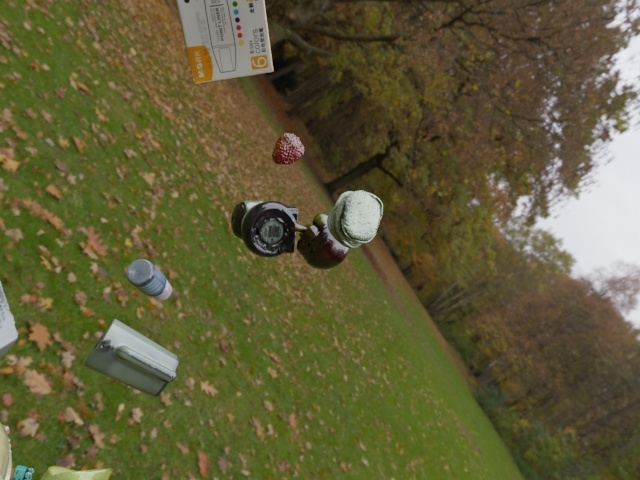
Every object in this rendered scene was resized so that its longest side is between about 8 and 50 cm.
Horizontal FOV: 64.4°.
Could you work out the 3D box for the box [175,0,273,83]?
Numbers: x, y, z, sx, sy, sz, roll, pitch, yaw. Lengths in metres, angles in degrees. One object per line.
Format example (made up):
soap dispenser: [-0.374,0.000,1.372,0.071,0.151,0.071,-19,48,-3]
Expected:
box: [-0.243,-0.551,1.285,0.091,0.221,0.273,-113,-168,-52]

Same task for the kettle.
kettle: [-0.346,0.219,0.954,0.148,0.127,0.098,34,34,-16]

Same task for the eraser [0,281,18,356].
eraser: [-0.899,0.169,1.337,0.111,0.078,0.352,-56,140,-70]

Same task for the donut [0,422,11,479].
donut: [-0.690,0.487,0.871,0.307,0.370,0.150,4,-30,49]

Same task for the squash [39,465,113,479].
squash: [-0.866,0.837,1.784,0.220,0.133,0.220,18,-18,6]

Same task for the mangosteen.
mangosteen: [0.009,0.004,1.660,0.172,0.173,0.183,-104,178,-71]

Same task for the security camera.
security camera: [-0.216,-0.061,1.822,0.277,0.191,0.196,-149,-118,-62]

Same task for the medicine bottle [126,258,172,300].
medicine bottle: [-0.511,0.125,1.538,0.083,0.084,0.203,60,-8,21]

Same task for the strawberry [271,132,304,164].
strawberry: [-0.091,-0.245,1.379,0.083,0.096,0.083,46,-16,17]

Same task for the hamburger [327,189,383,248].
hamburger: [0.085,-0.053,1.218,0.133,0.139,0.062,35,-19,-29]

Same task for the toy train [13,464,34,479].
toy train: [-0.734,0.596,1.237,0.045,0.092,0.029,22,-4,-16]
